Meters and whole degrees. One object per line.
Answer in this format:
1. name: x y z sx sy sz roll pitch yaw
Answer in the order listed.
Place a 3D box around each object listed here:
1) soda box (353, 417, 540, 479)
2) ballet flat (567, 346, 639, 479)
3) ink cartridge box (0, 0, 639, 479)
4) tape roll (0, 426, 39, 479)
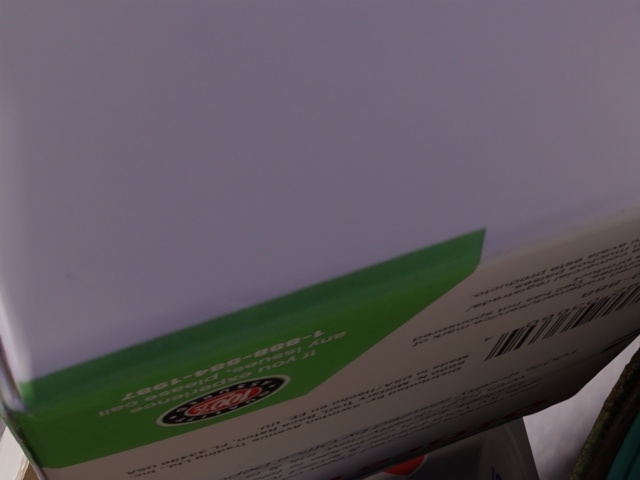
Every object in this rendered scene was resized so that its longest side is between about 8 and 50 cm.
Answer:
1. soda box: 0.021 0.151 0.596 0.098 0.091 0.286 -10 22 17
2. ballet flat: 0.114 0.178 0.519 0.123 0.123 0.348 -26 46 59
3. ink cartridge box: 0.000 0.000 0.488 0.289 0.211 0.121 105 145 -71
4. tape roll: -0.083 0.159 0.896 0.246 0.169 0.246 -50 28 39
